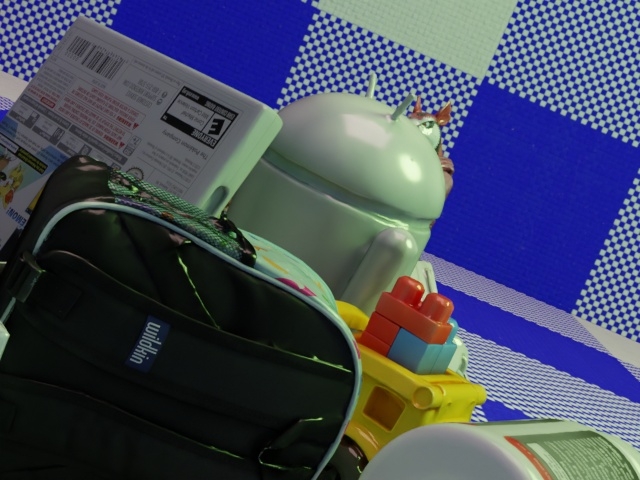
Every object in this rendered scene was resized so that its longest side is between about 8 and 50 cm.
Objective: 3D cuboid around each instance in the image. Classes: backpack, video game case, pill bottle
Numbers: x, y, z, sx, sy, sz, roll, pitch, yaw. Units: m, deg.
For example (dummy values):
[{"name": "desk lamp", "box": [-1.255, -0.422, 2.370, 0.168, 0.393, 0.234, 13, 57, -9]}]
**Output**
[{"name": "backpack", "box": [-0.108, 0.083, 0.761, 0.253, 0.225, 0.191, 25, 12, -16]}, {"name": "video game case", "box": [-0.224, -0.047, 1.022, 0.329, 0.300, 0.036, 31, -6, 42]}, {"name": "pill bottle", "box": [0.157, 0.218, 0.834, 0.161, 0.161, 0.283, 29, 9, 34]}]

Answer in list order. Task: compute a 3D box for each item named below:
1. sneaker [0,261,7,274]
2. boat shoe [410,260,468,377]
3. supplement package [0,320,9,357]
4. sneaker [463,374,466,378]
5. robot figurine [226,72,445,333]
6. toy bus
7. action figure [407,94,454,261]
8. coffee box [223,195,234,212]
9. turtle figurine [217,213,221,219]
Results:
[{"name": "sneaker", "box": [-0.329, 0.057, 0.887, 0.229, 0.086, 0.132, 9, -14, -11]}, {"name": "boat shoe", "box": [0.117, 0.125, 1.174, 0.084, 0.095, 0.258, -3, 60, -15]}, {"name": "supplement package", "box": [-0.331, 0.045, 0.645, 0.204, 0.145, 0.262, 19, 9, -32]}, {"name": "sneaker", "box": [0.074, 0.146, 1.298, 0.226, 0.086, 0.163, 34, 20, 6]}, {"name": "robot figurine", "box": [0.000, 0.000, 1.120, 0.200, 0.353, 0.300, 18, 12, -34]}, {"name": "toy bus", "box": [0.027, 0.122, 0.933, 0.220, 0.211, 0.149, 26, 10, 31]}, {"name": "action figure", "box": [0.110, -0.011, 1.464, 0.276, 0.370, 0.248, 21, 9, -27]}, {"name": "coffee box", "box": [-0.171, -0.025, 1.667, 0.168, 0.118, 0.297, 16, 11, -40]}, {"name": "turtle figurine", "box": [-0.174, 0.008, 1.190, 0.266, 0.275, 0.197, 18, 43, -59]}]
